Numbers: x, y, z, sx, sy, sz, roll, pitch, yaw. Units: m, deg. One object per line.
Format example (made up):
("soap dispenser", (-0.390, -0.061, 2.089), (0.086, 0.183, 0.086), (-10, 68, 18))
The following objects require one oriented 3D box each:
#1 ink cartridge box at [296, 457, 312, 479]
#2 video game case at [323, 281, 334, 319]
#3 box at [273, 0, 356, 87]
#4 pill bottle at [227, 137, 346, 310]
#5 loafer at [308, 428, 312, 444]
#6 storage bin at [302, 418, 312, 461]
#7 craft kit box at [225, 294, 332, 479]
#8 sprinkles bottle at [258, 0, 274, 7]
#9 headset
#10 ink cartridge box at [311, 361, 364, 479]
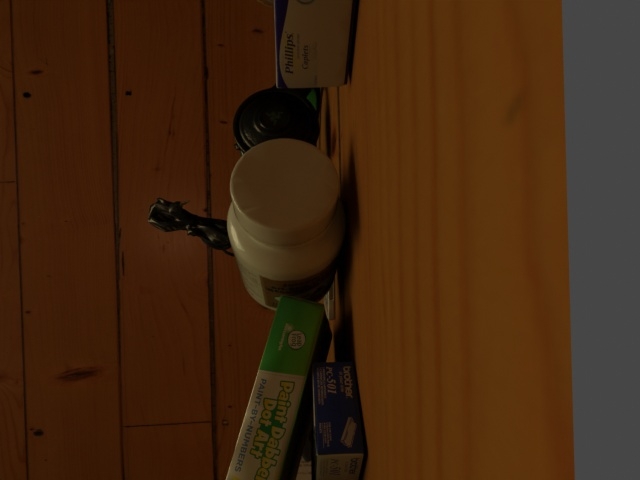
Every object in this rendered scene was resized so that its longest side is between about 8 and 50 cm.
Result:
("ink cartridge box", (-0.046, 0.391, 0.935), (0.196, 0.115, 0.272), (95, 171, -57))
("video game case", (0.012, 0.052, 0.693), (0.087, 0.011, 0.121), (-111, 20, -80))
("box", (-0.009, -0.239, 0.427), (0.126, 0.072, 0.137), (94, 174, -53))
("pill bottle", (-0.038, -0.007, 0.514), (0.229, 0.131, 0.131), (97, 171, -65))
("loafer", (0.009, 0.278, 0.623), (0.039, 0.045, 0.125), (-105, 15, -46))
("storage bin", (-0.019, 0.308, 0.774), (0.091, 0.098, 0.135), (61, 176, -2))
("craft kit box", (-0.043, 0.215, 0.548), (0.246, 0.061, 0.249), (88, -164, -71))
("sprinkles bottle", (-0.056, -0.535, 0.664), (0.121, 0.122, 0.354), (105, 162, -77))
("headset", (-0.104, -0.125, 0.729), (0.394, 0.186, 0.243), (-69, -7, -47))
("ink cartridge box", (0.013, 0.233, 0.489), (0.097, 0.046, 0.206), (-94, 4, -48))
